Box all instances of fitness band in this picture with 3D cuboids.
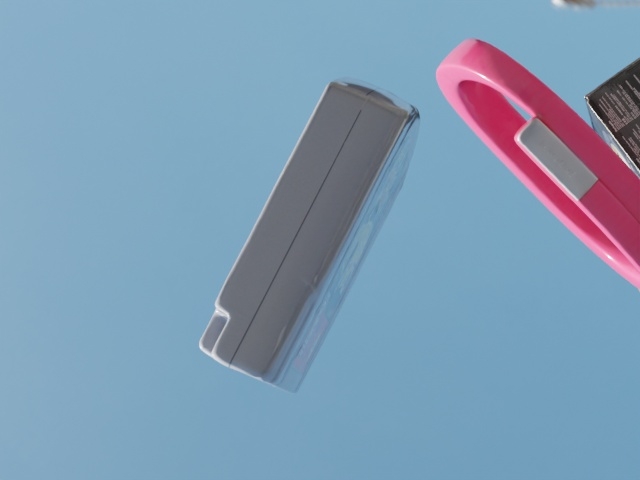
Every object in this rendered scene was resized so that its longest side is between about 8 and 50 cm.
[{"bbox_3d":[0.218,-0.065,1.332,0.291,0.054,0.209,45,-179,-12],"label":"fitness band"}]

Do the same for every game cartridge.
[{"bbox_3d":[0.000,0.000,0.950,0.060,0.196,0.294,23,175,5],"label":"game cartridge"}]

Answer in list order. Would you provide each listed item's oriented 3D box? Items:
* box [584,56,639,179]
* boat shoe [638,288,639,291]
[{"bbox_3d":[0.324,-0.062,1.340,0.180,0.078,0.147,56,-175,17],"label":"box"},{"bbox_3d":[0.440,0.097,1.642,0.103,0.113,0.302,-19,-112,-5],"label":"boat shoe"}]
